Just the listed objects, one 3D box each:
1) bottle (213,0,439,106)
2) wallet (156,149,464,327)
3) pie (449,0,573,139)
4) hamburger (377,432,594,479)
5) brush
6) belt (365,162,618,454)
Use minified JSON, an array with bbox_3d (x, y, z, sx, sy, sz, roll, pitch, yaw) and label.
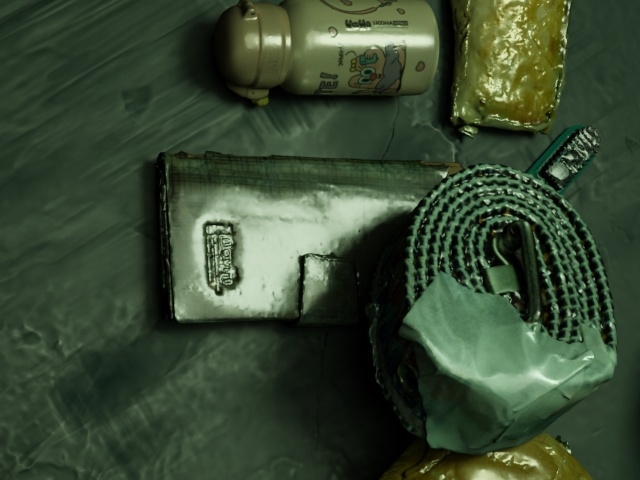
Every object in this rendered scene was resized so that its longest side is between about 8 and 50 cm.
[{"bbox_3d":[0.001,-0.182,1.695,0.209,0.097,0.110,-2,125,-19],"label":"bottle"},{"bbox_3d":[0.000,0.000,1.687,0.317,0.044,0.169,1,78,-21],"label":"wallet"},{"bbox_3d":[0.195,-0.238,1.785,0.128,0.068,0.282,8,83,-17],"label":"pie"},{"bbox_3d":[0.132,0.284,1.646,0.211,0.132,0.309,44,72,-10],"label":"hamburger"},{"bbox_3d":[0.222,-0.050,1.782,0.043,0.032,0.193,47,68,-8],"label":"brush"},{"bbox_3d":[0.152,0.065,1.605,0.207,0.150,0.257,7,59,-16],"label":"belt"}]
